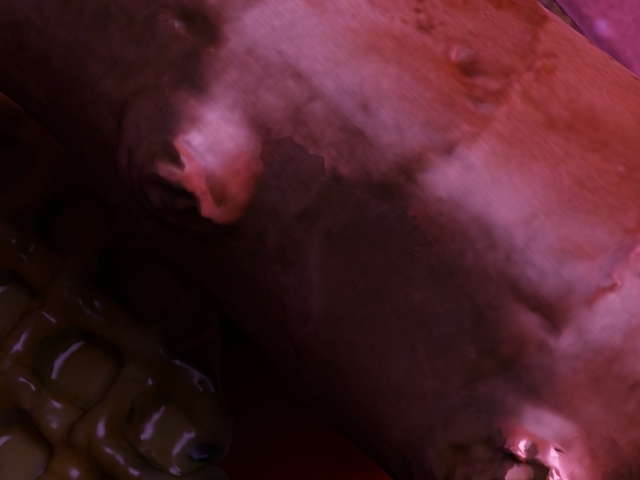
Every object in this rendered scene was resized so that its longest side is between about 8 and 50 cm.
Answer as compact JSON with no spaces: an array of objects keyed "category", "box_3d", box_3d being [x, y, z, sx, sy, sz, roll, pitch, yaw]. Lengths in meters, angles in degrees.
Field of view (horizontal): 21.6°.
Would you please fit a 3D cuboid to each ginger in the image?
[{"category":"ginger","box_3d":[0.024,-0.051,0.483,0.375,0.166,0.236,53,43,-8]}]

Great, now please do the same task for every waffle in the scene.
[{"category":"waffle","box_3d":[-0.132,0.037,0.512,0.204,0.054,0.223,-7,65,-7]}]

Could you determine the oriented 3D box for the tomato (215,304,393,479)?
[{"category":"tomato","box_3d":[0.000,-0.001,0.617,0.225,0.085,0.225,13,55,-20]}]
